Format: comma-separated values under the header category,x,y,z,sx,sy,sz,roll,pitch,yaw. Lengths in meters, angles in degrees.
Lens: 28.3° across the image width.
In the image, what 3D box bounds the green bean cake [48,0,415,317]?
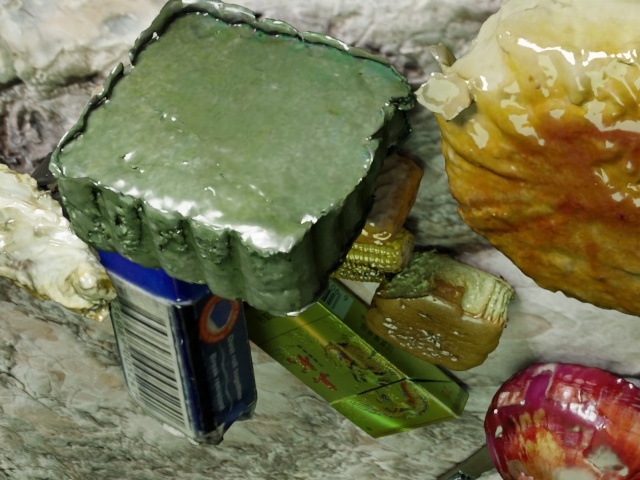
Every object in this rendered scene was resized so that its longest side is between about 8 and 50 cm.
category,x,y,z,sx,sy,sz,roll,pitch,yaw
green bean cake,-0.068,-0.074,1.087,0.255,0.241,0.132,18,144,18

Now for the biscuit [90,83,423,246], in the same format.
category,x,y,z,sx,sy,sz,roll,pitch,yaw
biscuit,-0.086,-0.077,1.239,0.379,0.094,0.054,15,151,22

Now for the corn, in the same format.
category,x,y,z,sx,sy,sz,roll,pitch,yaw
corn,0.000,0.000,1.296,0.203,0.072,0.072,9,142,28

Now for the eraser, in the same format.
category,x,y,z,sx,sy,sz,roll,pitch,yaw
eraser,-0.166,0.073,1.429,0.155,0.101,0.332,23,134,34

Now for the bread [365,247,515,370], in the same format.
category,x,y,z,sx,sy,sz,roll,pitch,yaw
bread,0.123,0.069,1.296,0.140,0.069,0.128,25,146,5

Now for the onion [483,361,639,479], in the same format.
category,x,y,z,sx,sy,sz,roll,pitch,yaw
onion,0.269,0.241,1.334,0.230,0.163,0.230,28,154,15

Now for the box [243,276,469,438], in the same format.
category,x,y,z,sx,sy,sz,roll,pitch,yaw
box,0.007,0.116,1.474,0.311,0.043,0.173,41,146,-16

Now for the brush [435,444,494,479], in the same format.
category,x,y,z,sx,sy,sz,roll,pitch,yaw
brush,0.188,0.291,1.590,0.034,0.027,0.190,30,147,-4

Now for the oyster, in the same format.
category,x,y,z,sx,sy,sz,roll,pitch,yaw
oyster,-0.358,-0.008,1.433,0.355,0.107,0.201,19,136,45

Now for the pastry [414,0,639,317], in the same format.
category,x,y,z,sx,sy,sz,roll,pitch,yaw
pastry,0.242,-0.065,0.955,0.330,0.136,0.329,20,145,15

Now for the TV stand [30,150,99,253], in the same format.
category,x,y,z,sx,sy,sz,roll,pitch,yaw
TV stand,-0.238,-0.002,1.501,0.040,0.049,0.256,-6,134,45
